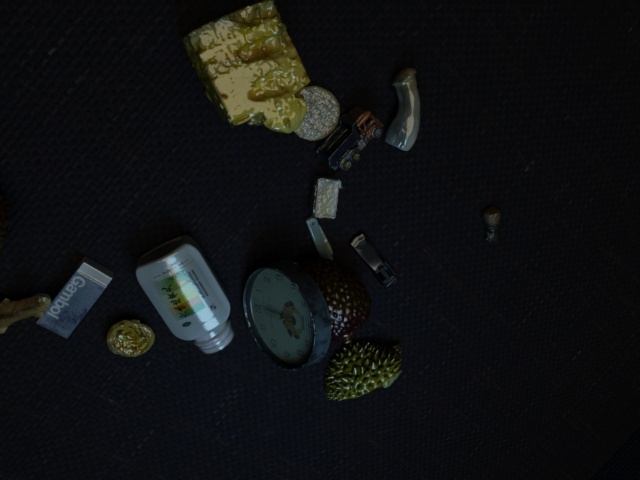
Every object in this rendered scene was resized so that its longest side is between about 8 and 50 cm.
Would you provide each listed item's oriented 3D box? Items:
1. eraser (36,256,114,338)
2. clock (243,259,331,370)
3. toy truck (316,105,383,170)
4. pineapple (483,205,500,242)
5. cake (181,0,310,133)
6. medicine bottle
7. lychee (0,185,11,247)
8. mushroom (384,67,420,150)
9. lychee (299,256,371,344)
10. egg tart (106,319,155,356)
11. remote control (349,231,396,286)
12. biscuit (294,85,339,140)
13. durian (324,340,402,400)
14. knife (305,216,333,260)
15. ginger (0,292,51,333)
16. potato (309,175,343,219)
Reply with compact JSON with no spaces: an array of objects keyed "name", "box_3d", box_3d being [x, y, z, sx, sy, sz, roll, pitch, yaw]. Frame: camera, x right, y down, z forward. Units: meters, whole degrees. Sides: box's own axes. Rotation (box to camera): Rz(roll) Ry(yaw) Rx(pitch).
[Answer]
[{"name":"eraser","box_3d":[-0.650,0.152,1.310,0.091,0.046,0.213,36,95,-25]},{"name":"clock","box_3d":[-0.100,0.209,1.369,0.061,0.312,0.313,-17,117,-44]},{"name":"toy truck","box_3d":[0.077,-0.278,1.360,0.192,0.083,0.092,-47,129,2]},{"name":"pineapple","box_3d":[0.565,-0.050,1.632,0.058,0.058,0.125,-20,127,-10]},{"name":"cake","box_3d":[-0.165,-0.387,1.174,0.222,0.227,0.286,-27,115,-8]},{"name":"medicine bottle","box_3d":[-0.358,0.159,1.366,0.179,0.124,0.325,-27,116,-7]},{"name":"lychee","box_3d":[-0.826,-0.047,1.072,0.267,0.267,0.268,-6,110,-16]},{"name":"mushroom","box_3d":[0.239,-0.369,1.391,0.081,0.091,0.224,-31,130,-55]},{"name":"lychee","box_3d":[0.022,0.177,1.441,0.235,0.236,0.272,-27,92,-7]},{"name":"egg tart","box_3d":[-0.535,0.269,1.389,0.128,0.049,0.129,-7,116,-14]},{"name":"remote control","box_3d":[0.167,0.062,1.549,0.059,0.028,0.212,-41,116,1]},{"name":"biscuit","box_3d":[-0.019,-0.347,1.349,0.151,0.020,0.152,-5,110,-14]},{"name":"durian","box_3d":[0.153,0.425,1.613,0.306,0.172,0.167,-31,140,-14]},{"name":"knife","box_3d":[0.000,0.000,1.476,0.044,0.023,0.162,-25,115,-6]},{"name":"ginger","box_3d":[-0.840,0.187,1.238,0.333,0.081,0.148,-11,109,-7]},{"name":"potato","box_3d":[0.013,-0.126,1.416,0.086,0.061,0.122,3,106,-18]}]
